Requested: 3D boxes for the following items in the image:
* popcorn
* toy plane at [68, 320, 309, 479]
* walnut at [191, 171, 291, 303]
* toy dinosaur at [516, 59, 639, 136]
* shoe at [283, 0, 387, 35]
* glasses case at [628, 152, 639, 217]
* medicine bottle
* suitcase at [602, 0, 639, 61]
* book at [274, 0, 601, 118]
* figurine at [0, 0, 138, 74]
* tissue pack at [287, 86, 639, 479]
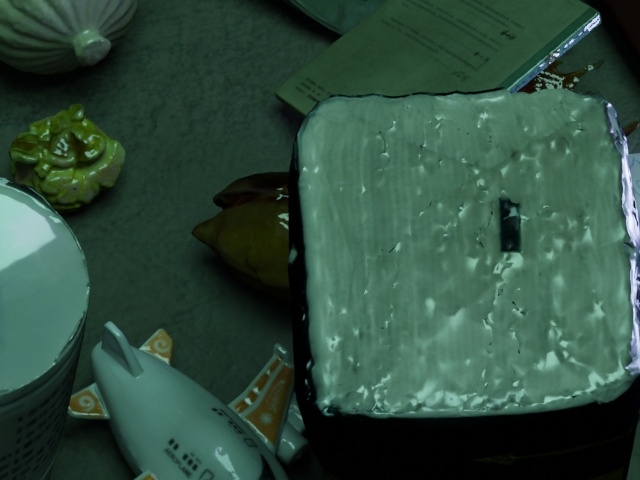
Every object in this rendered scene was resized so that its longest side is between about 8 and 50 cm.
[{"bbox_3d":[-0.247,-0.077,1.376,0.109,0.089,0.097,10,69,-9],"label":"popcorn"},{"bbox_3d":[-0.114,0.175,1.230,0.244,0.117,0.245,6,57,-9],"label":"toy plane"},{"bbox_3d":[0.000,0.000,1.353,0.245,0.137,0.137,8,58,-6],"label":"walnut"},{"bbox_3d":[0.213,-0.214,1.526,0.206,0.113,0.327,7,51,-5],"label":"toy dinosaur"},{"bbox_3d":[-0.011,-0.306,1.562,0.251,0.100,0.103,29,99,-10],"label":"shoe"},{"bbox_3d":[0.311,-0.043,1.479,0.233,0.059,0.092,-5,56,-13],"label":"glasses case"},{"bbox_3d":[-0.291,0.111,1.111,0.190,0.332,0.190,8,56,-12],"label":"medicine bottle"},{"bbox_3d":[0.441,-0.277,1.548,0.161,0.236,0.297,-12,62,-30],"label":"suitcase"},{"bbox_3d":[0.116,-0.188,1.448,0.282,0.025,0.215,-38,49,-13],"label":"book"},{"bbox_3d":[-0.333,-0.290,1.451,0.332,0.185,0.204,20,89,22],"label":"figurine"},{"bbox_3d":[0.121,0.096,1.135,0.253,0.416,0.264,-4,60,7],"label":"tissue pack"}]
